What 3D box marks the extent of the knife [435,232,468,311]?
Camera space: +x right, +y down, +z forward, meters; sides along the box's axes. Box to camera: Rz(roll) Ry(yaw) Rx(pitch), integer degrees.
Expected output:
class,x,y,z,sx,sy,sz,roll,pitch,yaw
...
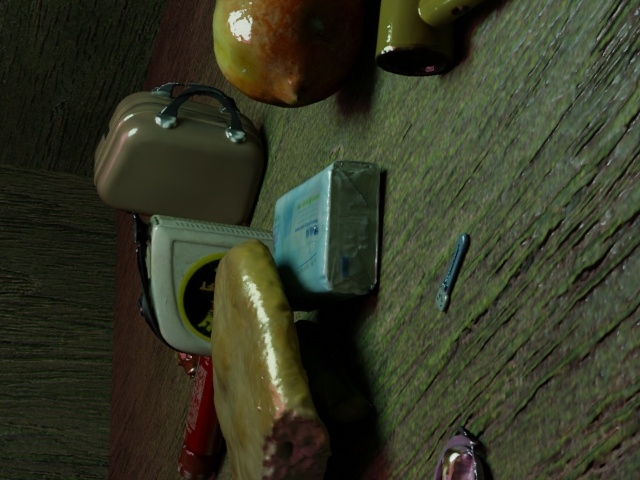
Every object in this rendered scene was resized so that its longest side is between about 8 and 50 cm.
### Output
class,x,y,z,sx,sy,sz,roll,pitch,yaw
knife,0.141,0.033,1.281,0.027,0.010,0.096,-110,32,-57

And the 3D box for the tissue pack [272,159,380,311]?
class,x,y,z,sx,sy,sz,roll,pitch,yaw
tissue pack,0.000,0.000,1.632,0.263,0.089,0.177,153,120,-71

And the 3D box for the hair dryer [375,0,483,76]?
class,x,y,z,sx,sy,sz,roll,pitch,yaw
hair dryer,0.152,-0.279,1.283,0.279,0.090,0.135,162,117,-65

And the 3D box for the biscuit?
class,x,y,z,sx,sy,sz,roll,pitch,yaw
biscuit,-0.087,0.218,1.620,0.429,0.104,0.446,98,160,-52

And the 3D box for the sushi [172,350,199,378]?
class,x,y,z,sx,sy,sz,roll,pitch,yaw
sushi,-0.258,0.206,2.403,0.097,0.103,0.226,-42,32,24

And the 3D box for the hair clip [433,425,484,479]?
class,x,y,z,sx,sy,sz,roll,pitch,yaw
hair clip,0.116,0.362,1.149,0.110,0.096,0.358,29,-106,-70

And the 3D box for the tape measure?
class,x,y,z,sx,sy,sz,roll,pitch,yaw
tape measure,-0.196,0.082,1.929,0.133,0.271,0.231,-139,60,-71

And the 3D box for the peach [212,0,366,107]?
class,x,y,z,sx,sy,sz,roll,pitch,yaw
peach,-0.040,-0.291,1.677,0.232,0.232,0.256,113,148,-43

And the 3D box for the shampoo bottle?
class,x,y,z,sx,sy,sz,roll,pitch,yaw
shampoo bottle,-0.204,0.301,2.203,0.118,0.076,0.314,-125,44,-59

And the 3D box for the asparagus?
class,x,y,z,sx,sy,sz,roll,pitch,yaw
asparagus,0.005,0.179,1.585,0.277,0.067,0.060,-126,19,-68

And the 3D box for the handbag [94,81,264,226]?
class,x,y,z,sx,sy,sz,roll,pitch,yaw
handbag,-0.246,-0.170,2.180,0.149,0.302,0.283,-104,33,-49
